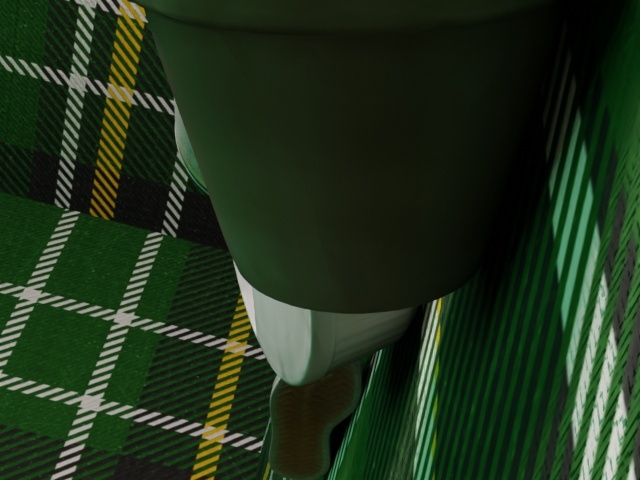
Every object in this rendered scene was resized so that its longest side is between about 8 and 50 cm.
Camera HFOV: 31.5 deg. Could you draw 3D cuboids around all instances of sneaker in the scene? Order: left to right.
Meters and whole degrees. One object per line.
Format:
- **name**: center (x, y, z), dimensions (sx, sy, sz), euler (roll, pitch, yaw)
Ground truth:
- **sneaker**: center (-0.011, 0.183, 1.437), dimensions (0.302, 0.108, 0.121), euler (106, 173, -49)

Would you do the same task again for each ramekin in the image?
- **ramekin**: center (0.000, 0.000, 1.130), dimensions (0.273, 0.127, 0.273), euler (167, 90, -72)

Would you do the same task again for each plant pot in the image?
- **plant pot**: center (0.024, -0.115, 0.809), dimensions (0.323, 0.323, 0.280), euler (-81, -9, -63)

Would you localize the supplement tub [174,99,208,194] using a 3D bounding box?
- **supplement tub**: center (-0.060, -0.176, 1.368), dimensions (0.325, 0.235, 0.235), euler (118, 167, -76)
